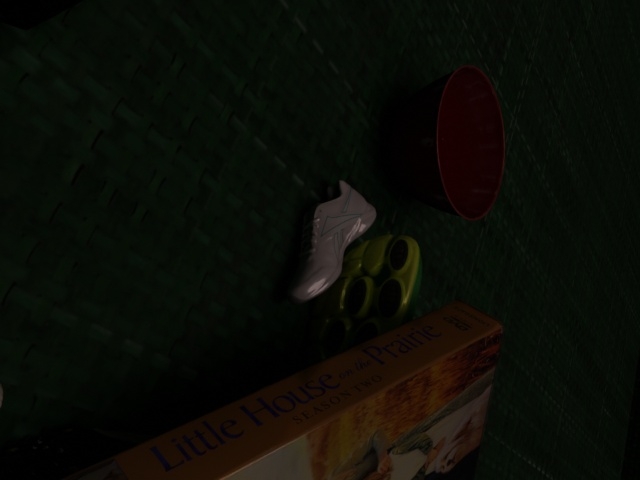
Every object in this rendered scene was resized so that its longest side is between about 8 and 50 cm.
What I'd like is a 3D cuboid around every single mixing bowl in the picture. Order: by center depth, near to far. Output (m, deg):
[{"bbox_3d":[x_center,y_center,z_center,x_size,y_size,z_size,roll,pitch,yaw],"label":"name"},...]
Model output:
[{"bbox_3d":[0.145,-0.115,0.712,0.181,0.098,0.182,-3,94,-51],"label":"mixing bowl"}]

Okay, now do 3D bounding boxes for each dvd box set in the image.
[{"bbox_3d":[-0.021,0.245,0.451,0.420,0.062,0.308,-15,119,-39],"label":"dvd box set"}]

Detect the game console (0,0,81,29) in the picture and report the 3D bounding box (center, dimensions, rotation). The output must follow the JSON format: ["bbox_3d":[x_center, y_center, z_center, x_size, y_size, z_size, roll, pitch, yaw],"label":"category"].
[{"bbox_3d":[-0.219,-0.304,0.294,0.361,0.044,0.213,59,40,-29],"label":"game console"}]

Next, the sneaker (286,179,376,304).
[{"bbox_3d":[0.000,0.000,0.590,0.061,0.053,0.152,48,52,-21],"label":"sneaker"}]

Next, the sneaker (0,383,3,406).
[{"bbox_3d":[-0.245,0.127,0.294,0.084,0.058,0.152,45,62,-38],"label":"sneaker"}]

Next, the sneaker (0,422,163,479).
[{"bbox_3d":[-0.128,0.179,0.417,0.237,0.085,0.086,13,89,-46],"label":"sneaker"}]

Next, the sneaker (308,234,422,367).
[{"bbox_3d":[0.054,0.137,0.621,0.123,0.109,0.296,5,98,-52],"label":"sneaker"}]
